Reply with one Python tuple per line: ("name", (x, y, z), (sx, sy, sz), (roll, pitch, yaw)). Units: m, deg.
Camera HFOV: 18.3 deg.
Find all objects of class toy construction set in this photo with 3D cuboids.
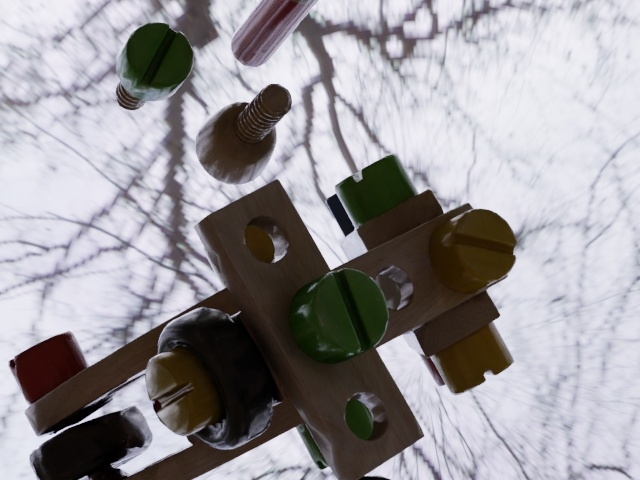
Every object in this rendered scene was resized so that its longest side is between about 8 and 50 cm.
("toy construction set", (0.000, 0.000, 0.908), (0.258, 0.237, 0.308), (-1, -107, -20))
